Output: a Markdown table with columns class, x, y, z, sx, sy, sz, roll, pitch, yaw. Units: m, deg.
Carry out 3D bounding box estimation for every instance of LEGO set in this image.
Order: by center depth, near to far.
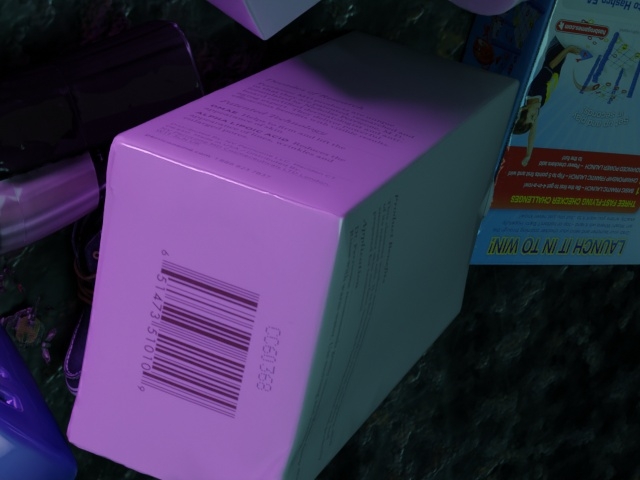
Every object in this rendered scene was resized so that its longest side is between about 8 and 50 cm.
| class | x | y | z | sx | sy | sz | roll | pitch | yaw |
| --- | --- | --- | --- | --- | --- | --- | --- | --- | --- |
| LEGO set | -0.229 | 0.057 | 1.042 | 0.054 | 0.023 | 0.083 | -21 | 114 | -28 |

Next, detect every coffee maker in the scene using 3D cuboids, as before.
| class | x | y | z | sx | sy | sz | roll | pitch | yaw |
| --- | --- | --- | --- | --- | --- | --- | --- | --- | --- |
| coffee maker | -0.172 | -0.089 | 0.925 | 0.178 | 0.120 | 0.171 | -23 | 127 | -25 |

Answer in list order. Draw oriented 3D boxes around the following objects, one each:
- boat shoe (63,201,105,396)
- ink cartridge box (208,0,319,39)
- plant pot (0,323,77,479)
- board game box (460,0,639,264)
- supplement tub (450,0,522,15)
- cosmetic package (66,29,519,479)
| class | x | y | z | sx | sy | sz | roll | pitch | yaw |
| --- | --- | --- | --- | --- | --- | --- | --- | --- | --- |
| boat shoe | -0.163 | 0.029 | 1.046 | 0.083 | 0.065 | 0.183 | 29 | 90 | -42 |
| ink cartridge box | -0.055 | -0.239 | 0.883 | 0.128 | 0.176 | 0.127 | -38 | 136 | -12 |
| plant pot | -0.328 | 0.120 | 0.863 | 0.236 | 0.236 | 0.212 | -47 | 125 | -2 |
| board game box | 0.260 | -0.130 | 1.246 | 0.308 | 0.086 | 0.302 | 1 | 115 | -37 |
| supplement tub | 0.200 | -0.322 | 0.985 | 0.316 | 0.228 | 0.228 | -35 | 132 | -16 |
| cosmetic package | 0.000 | 0.000 | 0.963 | 0.385 | 0.156 | 0.217 | -38 | 144 | -63 |
